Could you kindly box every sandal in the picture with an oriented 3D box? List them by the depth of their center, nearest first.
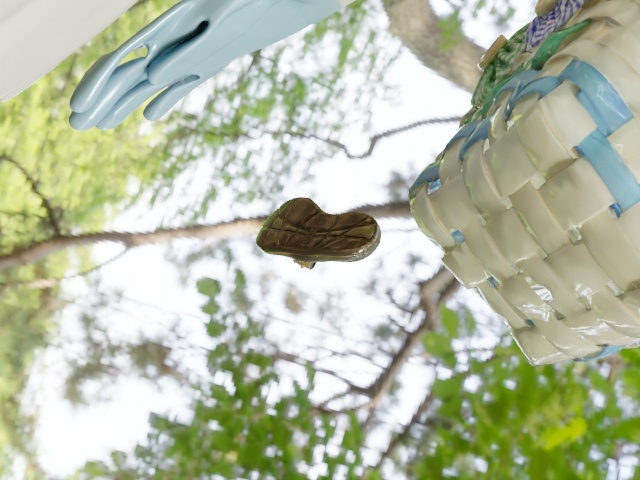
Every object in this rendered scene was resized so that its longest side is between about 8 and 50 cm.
[{"bbox_3d":[0.000,0.000,1.352,0.219,0.060,0.090,8,-130,49],"label":"sandal"}]

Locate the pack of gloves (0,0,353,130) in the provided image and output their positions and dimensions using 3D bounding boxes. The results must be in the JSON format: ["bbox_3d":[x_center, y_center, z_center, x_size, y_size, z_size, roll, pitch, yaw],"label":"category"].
[{"bbox_3d":[-0.035,-0.128,0.467,0.232,0.046,0.195,-30,171,6],"label":"pack of gloves"}]

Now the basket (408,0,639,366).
[{"bbox_3d":[0.207,-0.073,0.596,0.289,0.201,0.255,-32,176,-22],"label":"basket"}]
